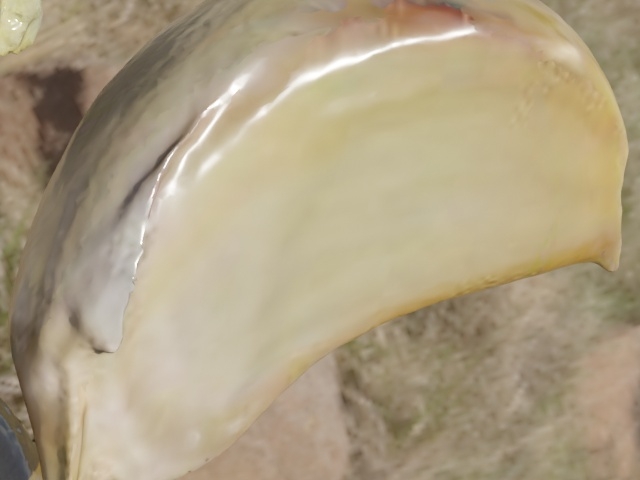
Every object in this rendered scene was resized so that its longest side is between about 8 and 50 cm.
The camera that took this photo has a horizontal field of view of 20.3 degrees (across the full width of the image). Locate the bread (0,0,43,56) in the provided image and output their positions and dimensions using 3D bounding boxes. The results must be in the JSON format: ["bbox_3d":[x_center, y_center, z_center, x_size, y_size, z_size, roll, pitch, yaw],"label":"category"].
[{"bbox_3d":[-0.223,-0.204,0.966,0.262,0.163,0.204,-97,-167,-78],"label":"bread"}]

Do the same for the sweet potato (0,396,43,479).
[{"bbox_3d":[-0.222,0.091,0.777,0.369,0.158,0.158,54,37,-27],"label":"sweet potato"}]

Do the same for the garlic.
[{"bbox_3d":[-0.016,-0.007,0.725,0.338,0.151,0.196,-32,90,-31],"label":"garlic"}]
